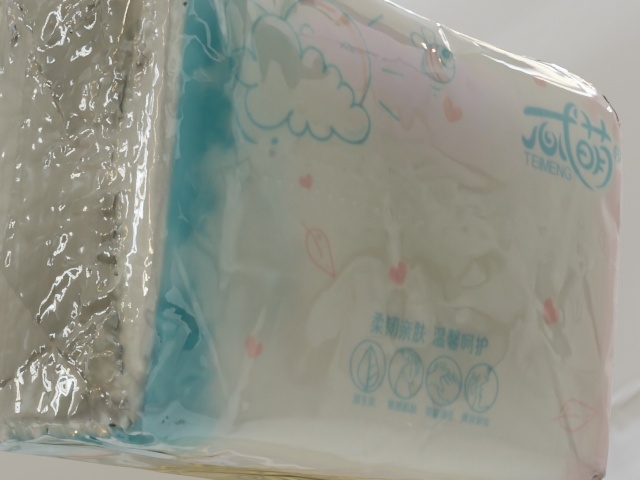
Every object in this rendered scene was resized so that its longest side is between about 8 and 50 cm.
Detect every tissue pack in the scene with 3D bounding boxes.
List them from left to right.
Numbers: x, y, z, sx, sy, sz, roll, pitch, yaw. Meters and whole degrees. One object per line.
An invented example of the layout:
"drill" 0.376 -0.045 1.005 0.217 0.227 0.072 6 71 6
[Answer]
"tissue pack" 0.000 0.003 0.701 0.271 0.124 0.201 14 -102 -44
